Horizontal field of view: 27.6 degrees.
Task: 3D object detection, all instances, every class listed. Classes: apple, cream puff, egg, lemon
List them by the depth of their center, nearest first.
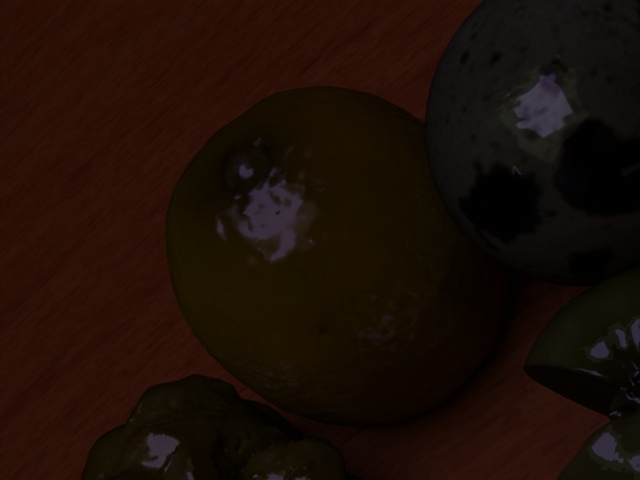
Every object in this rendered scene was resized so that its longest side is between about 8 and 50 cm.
[{"bbox_3d":[0.299,0.155,1.047,0.291,0.254,0.292,-17,58,29],"label":"apple"},{"bbox_3d":[0.243,-0.111,1.192,0.287,0.379,0.288,4,105,16],"label":"egg"},{"bbox_3d":[-0.100,0.291,1.316,0.269,0.274,0.323,-14,61,47],"label":"cream puff"},{"bbox_3d":[0.000,0.000,1.332,0.364,0.364,0.364,-20,55,33],"label":"lemon"}]
